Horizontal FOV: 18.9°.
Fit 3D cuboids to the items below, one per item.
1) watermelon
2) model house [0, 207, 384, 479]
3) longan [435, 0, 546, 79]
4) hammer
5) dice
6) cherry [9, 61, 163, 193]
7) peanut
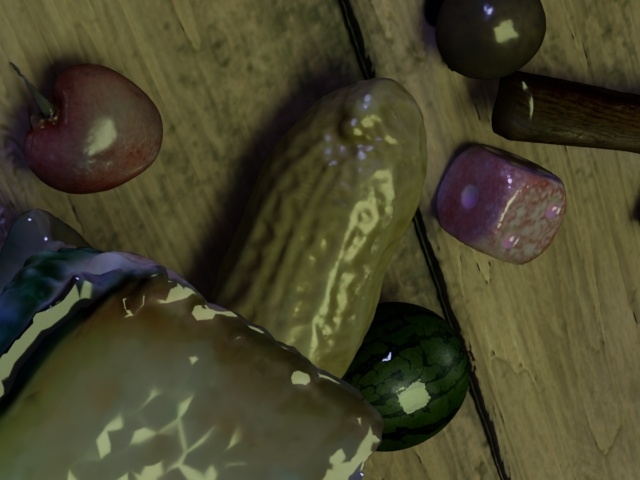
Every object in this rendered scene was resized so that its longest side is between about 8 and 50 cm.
[{"bbox_3d":[0.051,0.140,1.834,0.187,0.141,0.140,-28,130,-20],"label":"watermelon"},{"bbox_3d":[-0.247,0.208,1.484,0.395,0.400,0.445,31,85,-33],"label":"model house"},{"bbox_3d":[0.153,-0.193,1.763,0.106,0.106,0.119,-21,165,-30],"label":"longan"},{"bbox_3d":[0.316,-0.111,1.923,0.409,0.095,0.242,2,113,-45],"label":"hammer"},{"bbox_3d":[0.175,-0.035,1.868,0.091,0.093,0.094,11,109,-43],"label":"dice"},{"bbox_3d":[-0.179,-0.090,1.544,0.126,0.087,0.106,-7,123,-34],"label":"cherry"},{"bbox_3d":[0.000,0.000,1.710,0.152,0.152,0.313,12,101,-43],"label":"peanut"}]
